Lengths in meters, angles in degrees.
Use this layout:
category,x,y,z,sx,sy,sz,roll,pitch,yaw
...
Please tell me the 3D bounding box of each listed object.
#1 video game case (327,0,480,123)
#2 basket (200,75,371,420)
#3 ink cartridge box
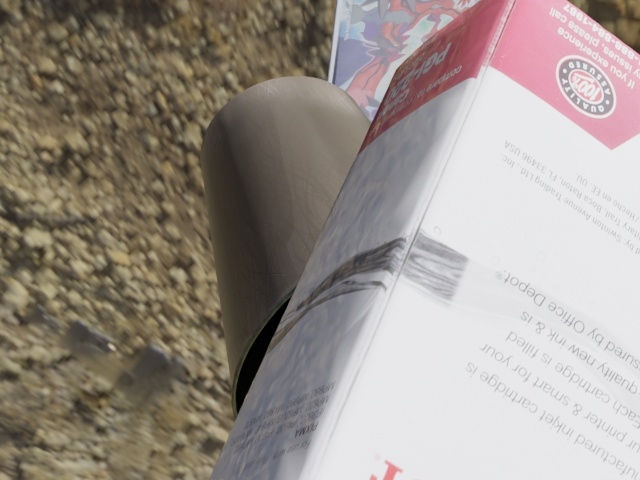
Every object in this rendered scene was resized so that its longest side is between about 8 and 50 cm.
category,x,y,z,sx,sy,sz,roll,pitch,yaw
video game case,0.092,-0.165,1.367,0.183,0.023,0.201,-15,45,22
basket,0.000,0.000,1.199,0.204,0.154,0.227,-52,36,27
ink cartridge box,0.069,0.049,0.571,0.158,0.092,0.218,34,58,-16
